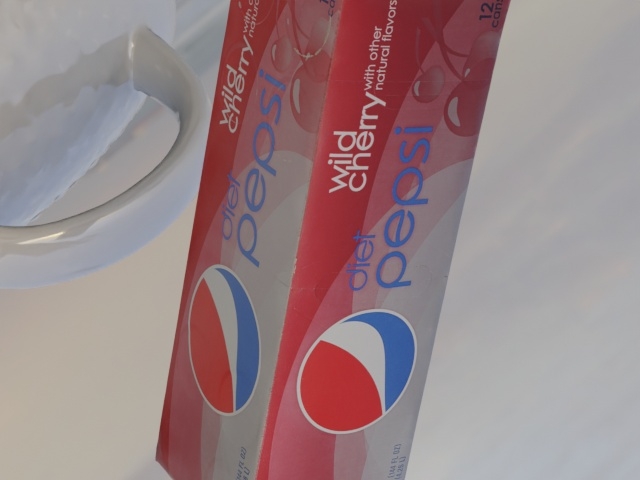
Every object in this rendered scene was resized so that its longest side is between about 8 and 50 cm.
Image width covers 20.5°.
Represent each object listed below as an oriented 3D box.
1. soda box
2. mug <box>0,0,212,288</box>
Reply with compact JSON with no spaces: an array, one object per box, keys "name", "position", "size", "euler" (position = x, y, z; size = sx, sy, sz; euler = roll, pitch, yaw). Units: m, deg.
[{"name":"soda box","position":[0.000,0.000,0.762],"size":[0.083,0.263,0.092],"euler":[-4,-155,-31]},{"name":"mug","position":[-0.234,-0.097,1.127],"size":[0.328,0.374,0.276],"euler":[-35,143,-32]}]
